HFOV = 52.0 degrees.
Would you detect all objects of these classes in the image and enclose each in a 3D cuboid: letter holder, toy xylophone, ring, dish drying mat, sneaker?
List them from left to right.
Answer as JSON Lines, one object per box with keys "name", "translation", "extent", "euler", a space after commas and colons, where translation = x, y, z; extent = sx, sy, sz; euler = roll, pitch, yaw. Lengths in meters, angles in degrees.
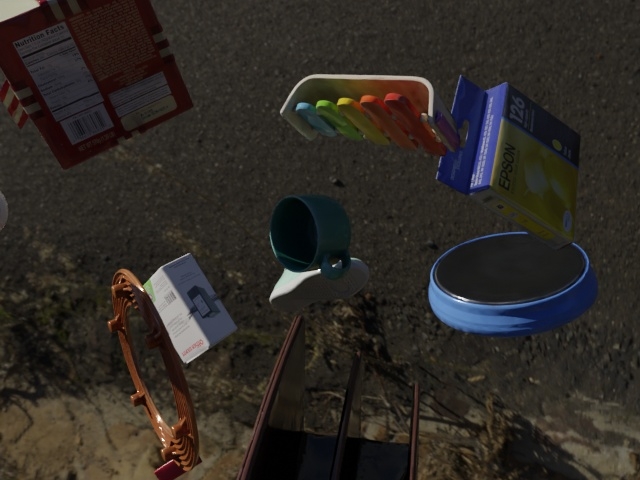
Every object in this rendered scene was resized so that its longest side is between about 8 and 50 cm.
{"name": "ring", "translation": [-0.277, 0.209, 1.046], "extent": [0.032, 0.337, 0.336], "euler": [-19, 52, -29]}
{"name": "dish drying mat", "translation": [-0.252, 0.399, 1.160], "extent": [0.083, 0.008, 0.032], "euler": [-32, 92, 3]}
{"name": "sneaker", "translation": [0.004, 0.041, 1.293], "extent": [0.256, 0.094, 0.151], "euler": [-22, 40, 45]}
{"name": "letter holder", "translation": [0.019, 0.232, 0.630], "extent": [0.152, 0.214, 0.302], "euler": [4, 28, 9]}
{"name": "toy xylophone", "translation": [0.105, -0.211, 1.155], "extent": [0.322, 0.236, 0.081], "euler": [8, 76, 41]}

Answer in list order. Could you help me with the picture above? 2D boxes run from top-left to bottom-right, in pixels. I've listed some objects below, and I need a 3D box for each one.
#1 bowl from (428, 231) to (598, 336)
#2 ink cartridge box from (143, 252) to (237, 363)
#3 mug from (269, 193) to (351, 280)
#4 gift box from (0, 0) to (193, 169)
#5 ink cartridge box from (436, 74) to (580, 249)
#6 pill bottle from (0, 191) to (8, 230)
{"name": "bowl", "translation": [0.450, 0.090, 1.566], "extent": [0.391, 0.077, 0.391], "euler": [-12, 24, 5]}
{"name": "ink cartridge box", "translation": [-0.398, 0.207, 1.968], "extent": [0.273, 0.115, 0.198], "euler": [57, 139, 3]}
{"name": "mug", "translation": [-0.007, -0.002, 1.118], "extent": [0.129, 0.097, 0.158], "euler": [-21, 80, 47]}
{"name": "gift box", "translation": [-0.370, -0.268, 1.002], "extent": [0.255, 0.276, 0.258], "euler": [-26, 40, -17]}
{"name": "ink cartridge box", "translation": [0.404, -0.177, 1.359], "extent": [0.072, 0.307, 0.304], "euler": [-35, 31, 53]}
{"name": "pill bottle", "translation": [-0.484, -0.042, 0.921], "extent": [0.086, 0.086, 0.152], "euler": [-60, 24, -10]}
